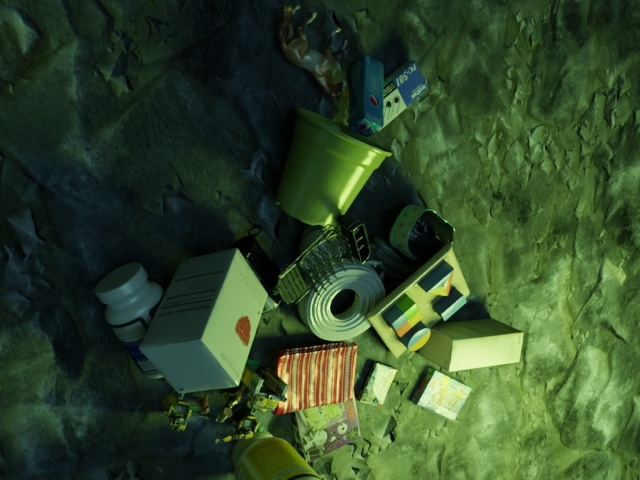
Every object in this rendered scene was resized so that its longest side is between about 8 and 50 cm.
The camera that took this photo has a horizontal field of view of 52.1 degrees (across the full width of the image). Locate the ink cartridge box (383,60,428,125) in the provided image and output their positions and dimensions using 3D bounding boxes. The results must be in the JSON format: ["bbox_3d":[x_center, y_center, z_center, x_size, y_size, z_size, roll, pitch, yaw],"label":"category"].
[{"bbox_3d":[0.207,-0.415,1.871,0.207,0.046,0.097,-42,120,-14],"label":"ink cartridge box"}]

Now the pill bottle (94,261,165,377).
[{"bbox_3d":[-0.432,0.195,1.609,0.153,0.153,0.264,-33,117,-18],"label":"pill bottle"}]

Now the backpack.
[{"bbox_3d":[0.293,-0.020,1.963,0.188,0.144,0.165,35,85,-49],"label":"backpack"}]

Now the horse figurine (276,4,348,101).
[{"bbox_3d":[-0.024,-0.499,1.708,0.263,0.066,0.174,26,84,-34],"label":"horse figurine"}]

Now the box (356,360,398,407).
[{"bbox_3d":[0.183,0.461,2.101,0.094,0.027,0.137,23,91,-31],"label":"box"}]

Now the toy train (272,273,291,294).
[{"bbox_3d":[-0.099,0.111,1.727,0.017,0.024,0.083,53,50,-27],"label":"toy train"}]

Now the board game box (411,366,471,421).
[{"bbox_3d":[0.418,0.530,2.248,0.201,0.035,0.136,31,87,-32],"label":"board game box"}]

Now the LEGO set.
[{"bbox_3d":[-0.245,0.429,1.754,0.331,0.192,0.254,31,87,-32],"label":"LEGO set"}]

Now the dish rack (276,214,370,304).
[{"bbox_3d":[0.006,0.065,1.719,0.271,0.074,0.208,-43,153,-11],"label":"dish rack"}]

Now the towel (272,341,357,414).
[{"bbox_3d":[-0.014,0.403,1.923,0.275,0.031,0.198,-3,105,-29],"label":"towel"}]

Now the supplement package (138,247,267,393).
[{"bbox_3d":[-0.268,0.190,1.565,0.292,0.175,0.177,-75,146,-47],"label":"supplement package"}]

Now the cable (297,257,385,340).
[{"bbox_3d":[0.064,0.174,1.902,0.257,0.089,0.257,8,109,-25],"label":"cable"}]

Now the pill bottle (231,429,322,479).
[{"bbox_3d":[-0.120,0.663,1.804,0.188,0.334,0.187,-8,107,-27],"label":"pill bottle"}]

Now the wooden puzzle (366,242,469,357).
[{"bbox_3d":[0.317,0.203,1.977,0.322,0.080,0.348,-41,145,-5],"label":"wooden puzzle"}]

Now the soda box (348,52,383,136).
[{"bbox_3d":[0.123,-0.389,1.758,0.067,0.071,0.210,18,62,-31],"label":"soda box"}]

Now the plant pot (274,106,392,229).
[{"bbox_3d":[0.009,-0.177,1.720,0.276,0.276,0.253,17,106,-32],"label":"plant pot"}]

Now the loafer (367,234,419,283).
[{"bbox_3d":[0.235,0.088,2.008,0.267,0.096,0.084,40,102,-24],"label":"loafer"}]

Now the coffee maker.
[{"bbox_3d":[-0.160,0.081,1.753,0.171,0.120,0.178,-46,121,-12],"label":"coffee maker"}]

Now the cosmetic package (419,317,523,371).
[{"bbox_3d":[0.502,0.342,2.175,0.310,0.160,0.113,0,102,-31],"label":"cosmetic package"}]

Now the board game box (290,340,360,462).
[{"bbox_3d":[0.005,0.492,2.000,0.208,0.056,0.346,-21,112,-28],"label":"board game box"}]

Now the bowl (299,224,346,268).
[{"bbox_3d":[0.000,0.000,1.829,0.170,0.080,0.170,-27,158,-12],"label":"bowl"}]
